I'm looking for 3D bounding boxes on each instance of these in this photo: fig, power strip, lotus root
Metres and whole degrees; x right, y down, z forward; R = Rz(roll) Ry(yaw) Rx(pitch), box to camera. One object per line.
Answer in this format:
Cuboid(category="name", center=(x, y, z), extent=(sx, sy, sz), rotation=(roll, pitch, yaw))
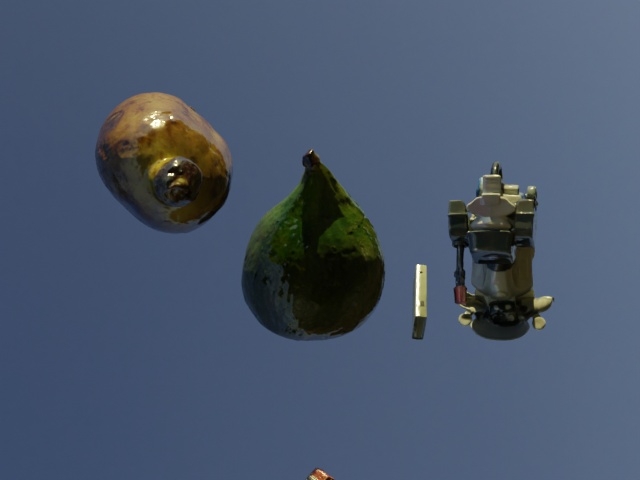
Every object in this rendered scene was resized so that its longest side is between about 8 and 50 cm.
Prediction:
Cuboid(category="fig", center=(0.000, 0.000, 1.607), extent=(0.203, 0.203, 0.235), rotation=(-26, -42, -47))
Cuboid(category="power strip", center=(0.147, 0.086, 1.774), extent=(0.136, 0.019, 0.051), rotation=(-83, -3, -50))
Cuboid(category="lotus root", center=(-0.186, -0.089, 1.410), extent=(0.169, 0.314, 0.141), rotation=(41, -84, -14))

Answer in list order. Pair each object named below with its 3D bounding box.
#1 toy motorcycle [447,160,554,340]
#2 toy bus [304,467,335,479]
Cuboid(category="toy motorcycle", center=(0.182, 0.017, 1.205), extent=(0.221, 0.102, 0.150), rotation=(57, -142, -64))
Cuboid(category="toy bus", center=(-0.025, 0.335, 1.502), extent=(0.110, 0.031, 0.043), rotation=(-47, -41, -18))
